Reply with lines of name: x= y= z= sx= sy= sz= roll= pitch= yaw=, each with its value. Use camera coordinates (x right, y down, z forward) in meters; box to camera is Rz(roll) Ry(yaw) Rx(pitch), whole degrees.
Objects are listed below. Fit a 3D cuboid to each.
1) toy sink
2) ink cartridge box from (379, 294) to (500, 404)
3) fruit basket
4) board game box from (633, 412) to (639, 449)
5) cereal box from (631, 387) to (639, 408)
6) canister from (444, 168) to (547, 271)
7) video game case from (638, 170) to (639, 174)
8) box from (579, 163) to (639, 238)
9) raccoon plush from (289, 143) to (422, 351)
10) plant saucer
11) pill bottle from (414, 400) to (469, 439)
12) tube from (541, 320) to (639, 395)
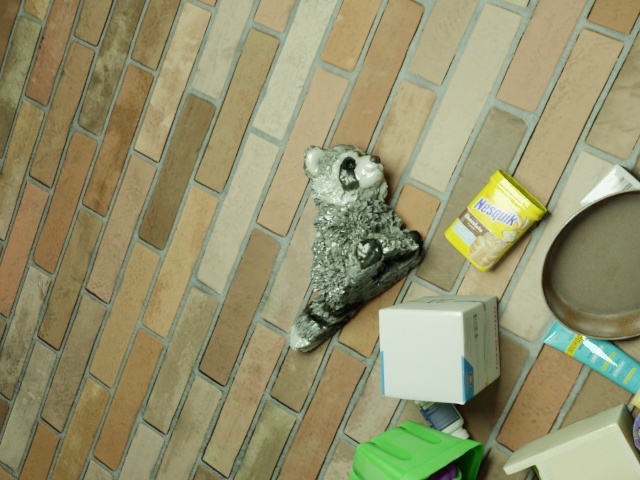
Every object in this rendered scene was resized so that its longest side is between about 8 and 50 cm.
toy sink: x=0.487 y=0.424 z=1.513 sx=0.234 sy=0.153 sz=0.131 roll=-31 pitch=80 yaw=23
ink cartridge box: x=0.238 y=0.204 z=1.579 sx=0.168 sy=0.233 sz=0.171 roll=-1 pitch=92 yaw=28
fruit basket: x=0.235 y=0.579 z=1.575 sx=0.392 sy=0.283 sz=0.392 roll=13 pitch=108 yaw=44
board game box: x=0.644 y=0.366 z=1.442 sx=0.168 sy=0.133 sz=0.033 roll=46 pitch=141 yaw=17
cereal box: x=0.662 y=0.219 z=1.390 sx=0.047 sy=0.173 sz=0.240 roll=28 pitch=94 yaw=-20
canister: x=0.344 y=-0.037 z=1.603 sx=0.126 sy=0.073 sz=0.170 roll=46 pitch=112 yaw=17
video game case: x=0.680 y=-0.054 z=1.368 sx=0.274 sy=0.196 sz=0.026 roll=40 pitch=120 yaw=19
box: x=0.553 y=-0.071 z=1.489 sx=0.101 sy=0.087 sz=0.102 roll=47 pitch=112 yaw=17
raccoon plush: x=0.000 y=0.000 z=1.714 sx=0.446 sy=0.216 sz=0.299 roll=-42 pitch=67 yaw=22
plant saucer: x=0.540 y=0.039 z=1.446 sx=0.310 sy=0.050 sz=0.310 roll=-2 pitch=118 yaw=-3
pill bottle: x=0.254 y=0.366 z=1.671 sx=0.067 sy=0.067 sz=0.120 roll=-39 pitch=76 yaw=23
tube: x=0.532 y=0.217 z=1.541 sx=0.207 sy=0.052 sz=0.080 roll=35 pitch=96 yaw=26
